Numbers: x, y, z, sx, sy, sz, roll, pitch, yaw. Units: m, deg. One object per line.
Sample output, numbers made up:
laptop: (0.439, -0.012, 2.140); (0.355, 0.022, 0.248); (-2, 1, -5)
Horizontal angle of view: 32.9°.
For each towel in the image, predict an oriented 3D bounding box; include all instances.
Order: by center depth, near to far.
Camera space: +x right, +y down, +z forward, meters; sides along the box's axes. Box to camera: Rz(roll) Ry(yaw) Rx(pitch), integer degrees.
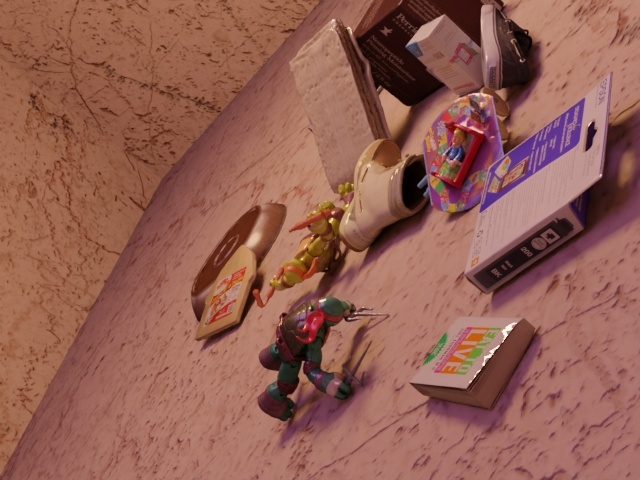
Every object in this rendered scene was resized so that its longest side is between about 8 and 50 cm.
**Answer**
towel: (0.037, -0.238, 1.946); (0.049, 0.282, 0.187); (-13, -9, -31)

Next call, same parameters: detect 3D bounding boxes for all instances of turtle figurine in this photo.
turtle figurine: (-0.007, 0.135, 1.437); (0.234, 0.118, 0.175); (-47, 15, 42)
turtle figurine: (0.000, 0.000, 1.753); (0.217, 0.087, 0.269); (-53, -5, -42)

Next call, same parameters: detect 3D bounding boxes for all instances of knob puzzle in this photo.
knob puzzle: (-0.170, 0.097, 2.126); (0.213, 0.030, 0.213); (-46, 27, 32)

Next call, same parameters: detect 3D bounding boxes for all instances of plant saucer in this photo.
plant saucer: (-0.187, 0.034, 2.327); (0.310, 0.050, 0.311); (-47, 15, 17)

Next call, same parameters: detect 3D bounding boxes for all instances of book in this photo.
book: (0.157, 0.122, 1.127); (0.096, 0.035, 0.144); (-53, 13, -15)

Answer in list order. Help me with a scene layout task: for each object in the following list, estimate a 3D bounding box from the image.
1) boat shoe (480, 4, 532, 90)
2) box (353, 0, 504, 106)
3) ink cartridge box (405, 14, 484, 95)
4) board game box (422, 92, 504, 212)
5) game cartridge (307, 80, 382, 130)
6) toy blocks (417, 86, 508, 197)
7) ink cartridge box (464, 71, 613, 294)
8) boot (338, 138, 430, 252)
boat shoe: (0.280, -0.292, 1.624); (0.228, 0.076, 0.080); (-80, -13, -59)
box: (0.180, -0.378, 1.927); (0.203, 0.168, 0.167); (-29, 27, 58)
ink cartridge box: (0.210, -0.296, 1.741); (0.052, 0.122, 0.088); (-52, 15, -13)
board game box: (0.180, -0.122, 1.456); (0.133, 0.033, 0.169); (-31, 52, 40)
game cartridge: (0.089, -0.342, 2.348); (0.297, 0.062, 0.198); (-52, 11, 2)
toy blocks: (0.198, -0.134, 1.539); (0.148, 0.054, 0.123); (-44, 18, 31)
ink cartridge box: (0.257, -0.065, 1.214); (0.208, 0.045, 0.206); (-41, 19, 41)
boot: (0.115, -0.096, 1.658); (0.165, 0.077, 0.213); (-35, 28, 50)
